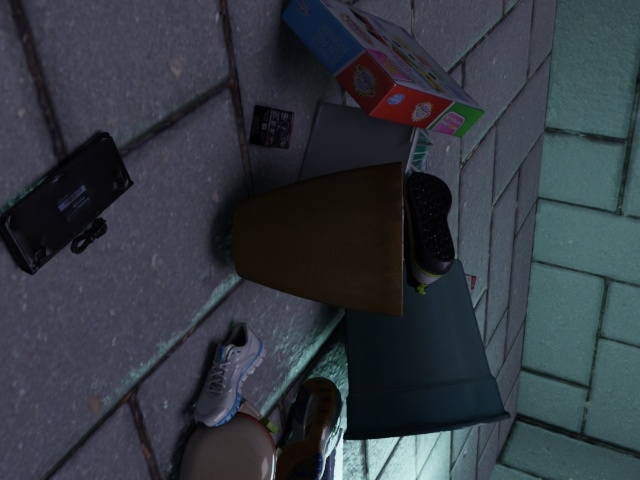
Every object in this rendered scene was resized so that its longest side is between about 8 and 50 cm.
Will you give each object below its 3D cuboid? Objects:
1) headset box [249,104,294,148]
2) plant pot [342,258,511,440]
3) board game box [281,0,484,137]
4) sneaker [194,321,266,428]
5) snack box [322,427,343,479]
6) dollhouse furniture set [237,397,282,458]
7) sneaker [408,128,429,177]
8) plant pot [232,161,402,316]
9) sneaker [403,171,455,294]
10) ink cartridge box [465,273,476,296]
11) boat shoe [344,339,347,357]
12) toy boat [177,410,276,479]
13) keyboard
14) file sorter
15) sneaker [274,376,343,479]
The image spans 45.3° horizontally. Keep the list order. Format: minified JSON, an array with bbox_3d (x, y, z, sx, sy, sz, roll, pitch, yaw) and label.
[{"bbox_3d":[-0.074,-0.180,1.226,0.083,0.032,0.062,-8,110,-63],"label":"headset box"},{"bbox_3d":[0.194,0.220,1.587,0.341,0.341,0.334,18,63,-64],"label":"plant pot"},{"bbox_3d":[0.112,-0.288,1.270,0.064,0.242,0.317,-49,154,25],"label":"board game box"},{"bbox_3d":[-0.156,0.210,1.229,0.190,0.071,0.082,-64,147,-41],"label":"sneaker"},{"bbox_3d":[0.029,0.523,1.793,0.064,0.022,0.178,-37,135,-51],"label":"snack box"},{"bbox_3d":[-0.132,0.343,1.381,0.076,0.059,0.151,-56,129,-22],"label":"dollhouse furniture set"},{"bbox_3d":[0.207,-0.202,1.760,0.098,0.083,0.223,-82,170,-52],"label":"sneaker"},{"bbox_3d":[0.000,0.000,1.180,0.237,0.255,0.237,-1,90,-85],"label":"plant pot"},{"bbox_3d":[0.160,-0.015,1.258,0.234,0.084,0.097,-83,-165,-44],"label":"sneaker"},{"bbox_3d":[0.337,0.167,2.115,0.128,0.127,0.176,10,95,-65],"label":"ink cartridge box"},{"bbox_3d":[0.166,0.302,1.844,0.367,0.156,0.135,31,77,-33],"label":"boat shoe"},{"bbox_3d":[-0.155,0.390,1.261,0.151,0.151,0.231,-116,-143,-83],"label":"toy boat"},{"bbox_3d":[-0.286,-0.036,0.886,0.180,0.023,0.108,-52,139,-39],"label":"keyboard"},{"bbox_3d":[0.080,-0.085,1.404,0.173,0.193,0.277,15,89,-67],"label":"file sorter"},{"bbox_3d":[-0.018,0.432,1.553,0.296,0.112,0.131,-66,153,-18],"label":"sneaker"}]
